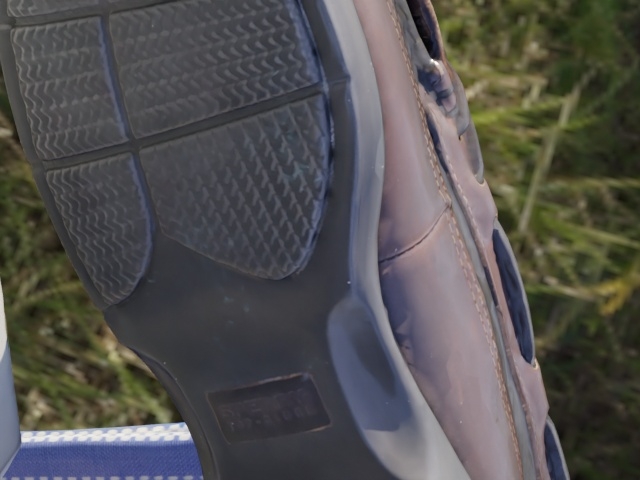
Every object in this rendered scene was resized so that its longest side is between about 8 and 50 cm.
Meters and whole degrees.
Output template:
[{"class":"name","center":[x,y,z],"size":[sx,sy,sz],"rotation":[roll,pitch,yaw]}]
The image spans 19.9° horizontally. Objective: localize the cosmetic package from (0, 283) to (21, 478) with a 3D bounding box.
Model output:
[{"class":"cosmetic package","center":[-0.169,0.036,0.391],"size":[0.151,0.151,0.183],"rotation":[-59,171,-27]}]

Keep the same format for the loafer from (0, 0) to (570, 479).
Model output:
[{"class":"loafer","center":[0.000,0.000,0.498],"size":[0.095,0.109,0.302],"rotation":[-42,119,-51]}]

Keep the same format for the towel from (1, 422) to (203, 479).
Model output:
[{"class":"towel","center":[-0.087,0.232,0.785],"size":[0.040,0.243,0.336],"rotation":[-47,129,-64]}]
